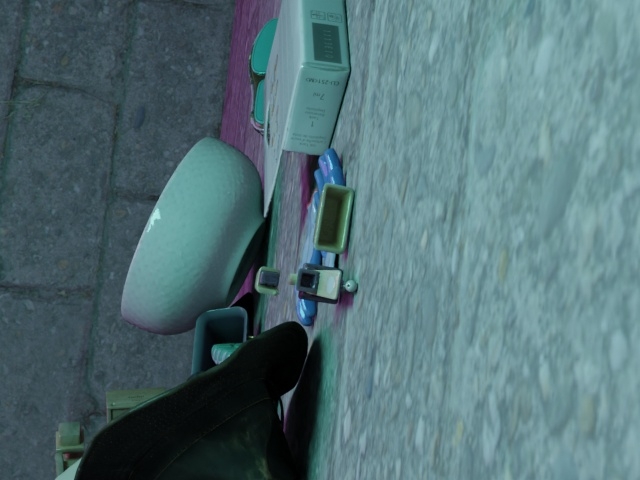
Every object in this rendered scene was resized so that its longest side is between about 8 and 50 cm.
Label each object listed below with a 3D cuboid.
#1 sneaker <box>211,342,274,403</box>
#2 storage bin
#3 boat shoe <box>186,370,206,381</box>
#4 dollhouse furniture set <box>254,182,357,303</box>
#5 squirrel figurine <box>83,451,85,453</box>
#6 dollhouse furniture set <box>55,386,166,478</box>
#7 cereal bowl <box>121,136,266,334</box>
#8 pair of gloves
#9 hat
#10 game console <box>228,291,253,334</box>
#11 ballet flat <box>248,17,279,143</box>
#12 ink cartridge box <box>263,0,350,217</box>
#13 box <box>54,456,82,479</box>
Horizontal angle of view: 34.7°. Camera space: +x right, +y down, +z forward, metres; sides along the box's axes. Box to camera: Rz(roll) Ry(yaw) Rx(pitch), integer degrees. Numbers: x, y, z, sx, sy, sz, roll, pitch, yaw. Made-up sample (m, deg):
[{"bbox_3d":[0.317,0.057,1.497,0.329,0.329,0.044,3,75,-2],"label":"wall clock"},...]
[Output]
[{"bbox_3d":[-0.105,0.195,1.396,0.224,0.083,0.098,-174,86,-80],"label":"sneaker"},{"bbox_3d":[-0.135,0.183,1.580,0.091,0.098,0.135,63,-158,-53],"label":"storage bin"},{"bbox_3d":[-0.158,0.300,1.449,0.340,0.127,0.113,78,-156,-48],"label":"boat shoe"},{"bbox_3d":[0.000,0.000,0.945,0.081,0.091,0.114,1,81,65],"label":"dollhouse furniture set"},{"bbox_3d":[-0.319,0.612,1.819,0.397,0.281,0.370,-115,27,-77],"label":"squirrel figurine"},{"bbox_3d":[-0.268,0.415,1.657,0.355,0.303,0.173,-115,25,-56],"label":"dollhouse furniture set"},{"bbox_3d":[-0.182,0.008,1.659,0.339,0.141,0.338,23,-90,-86],"label":"cereal bowl"},{"bbox_3d":[-0.005,0.001,1.109,0.198,0.023,0.159,119,157,-64],"label":"pair of gloves"},{"bbox_3d":[-0.105,0.237,1.063,0.134,0.331,0.331,53,152,19],"label":"hat"},{"bbox_3d":[-0.130,0.170,1.758,0.107,0.071,0.122,-40,34,30],"label":"game console"},{"bbox_3d":[-0.068,-0.231,1.536,0.079,0.077,0.221,76,-168,-57],"label":"ballet flat"},{"bbox_3d":[-0.023,-0.199,1.253,0.238,0.060,0.275,105,167,-45],"label":"ink cartridge box"},{"bbox_3d":[-0.209,0.361,1.300,0.232,0.127,0.148,21,140,46],"label":"box"}]
